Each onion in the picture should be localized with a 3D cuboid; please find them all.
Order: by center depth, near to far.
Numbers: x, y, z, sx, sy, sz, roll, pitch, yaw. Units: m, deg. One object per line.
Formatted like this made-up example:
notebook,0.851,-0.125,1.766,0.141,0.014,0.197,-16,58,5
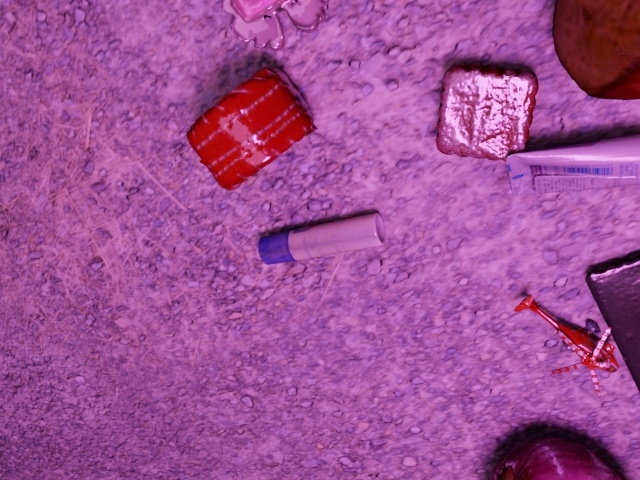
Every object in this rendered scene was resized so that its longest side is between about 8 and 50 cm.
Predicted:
onion,0.484,0.480,1.092,0.349,0.159,0.267,15,133,-11

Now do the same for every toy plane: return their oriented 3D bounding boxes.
toy plane,0.420,0.168,0.982,0.194,0.077,0.126,22,119,15

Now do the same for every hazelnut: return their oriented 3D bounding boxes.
hazelnut,0.395,-0.274,0.691,0.208,0.208,0.208,8,120,14

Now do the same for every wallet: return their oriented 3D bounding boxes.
wallet,0.576,0.153,0.938,0.170,0.044,0.321,-24,105,27

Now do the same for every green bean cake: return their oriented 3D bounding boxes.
green bean cake,0.243,-0.190,0.848,0.136,0.056,0.135,9,122,13

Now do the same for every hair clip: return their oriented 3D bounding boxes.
hair clip,-0.022,-0.395,0.814,0.300,0.069,0.173,-17,111,36

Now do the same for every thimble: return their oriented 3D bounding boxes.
thimble,-0.115,-0.172,0.915,0.190,0.163,0.125,-31,103,30

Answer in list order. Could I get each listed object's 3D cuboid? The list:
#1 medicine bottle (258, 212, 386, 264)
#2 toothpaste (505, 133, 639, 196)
medicine bottle,0.000,0.000,1.033,0.231,0.059,0.059,-10,114,23
toothpaste,0.426,-0.112,0.821,0.299,0.073,0.114,-6,153,22
